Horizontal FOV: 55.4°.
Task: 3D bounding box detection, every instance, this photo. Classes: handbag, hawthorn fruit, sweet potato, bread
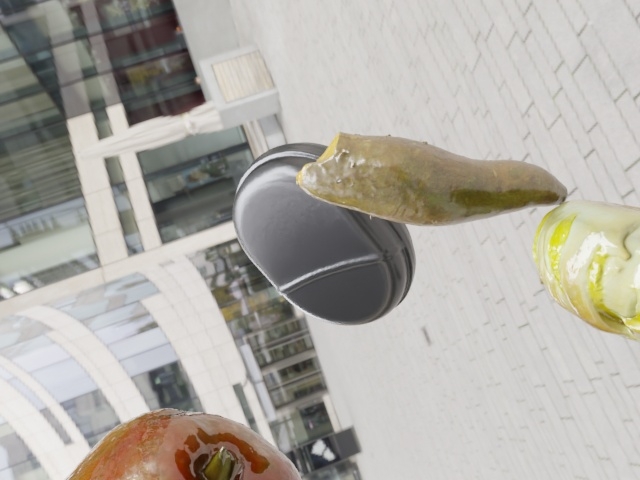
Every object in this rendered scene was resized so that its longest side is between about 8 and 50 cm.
[{"bbox_3d":[-0.001,0.001,0.916,0.308,0.254,0.093,51,-141,-15],"label":"handbag"},{"bbox_3d":[-0.202,0.418,0.857,0.403,0.403,0.403,161,90,-84],"label":"hawthorn fruit"},{"bbox_3d":[0.101,-0.048,0.525,0.077,0.243,0.077,-173,90,-87],"label":"sweet potato"},{"bbox_3d":[0.271,0.030,0.467,0.213,0.213,0.105,-129,45,-72],"label":"bread"}]
